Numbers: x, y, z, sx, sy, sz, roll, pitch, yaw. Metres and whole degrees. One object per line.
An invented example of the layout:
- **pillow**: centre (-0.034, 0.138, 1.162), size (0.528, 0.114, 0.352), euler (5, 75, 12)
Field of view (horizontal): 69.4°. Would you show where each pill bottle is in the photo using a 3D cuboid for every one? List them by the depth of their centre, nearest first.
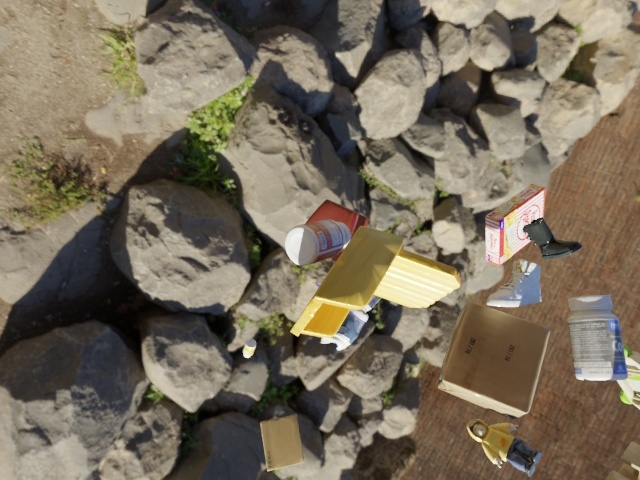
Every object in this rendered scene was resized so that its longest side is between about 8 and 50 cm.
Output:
- **pill bottle**: centre (0.468, 0.165, 0.788), size (0.078, 0.078, 0.137), euler (27, 58, -62)
- **pill bottle**: centre (0.000, 0.000, 1.421), size (0.216, 0.121, 0.121), euler (-15, 125, -54)
- **pill bottle**: centre (-0.285, 0.433, 1.845), size (0.043, 0.043, 0.083), euler (-34, 156, -44)

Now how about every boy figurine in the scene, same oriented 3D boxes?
- **boy figurine**: centre (0.716, 0.793, 1.828), size (0.177, 0.285, 0.092), euler (-52, 135, -14)

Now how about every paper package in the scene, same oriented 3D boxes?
- **paper package**: centre (0.615, 0.423, 1.657), size (0.168, 0.309, 0.325), euler (71, 40, -62)

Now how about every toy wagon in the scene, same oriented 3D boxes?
- **toy wagon**: centre (1.138, 0.487, 1.653), size (0.068, 0.345, 0.267), euler (-30, 174, -8)

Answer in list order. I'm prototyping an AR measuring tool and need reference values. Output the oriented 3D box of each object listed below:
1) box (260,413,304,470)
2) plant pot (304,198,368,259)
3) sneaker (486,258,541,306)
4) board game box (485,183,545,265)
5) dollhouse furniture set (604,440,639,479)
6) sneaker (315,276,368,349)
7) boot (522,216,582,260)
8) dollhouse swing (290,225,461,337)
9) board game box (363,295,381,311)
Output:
- **box**: centre (-0.166, 0.878, 2.013), size (0.021, 0.164, 0.202), euler (102, -23, -70)
- **plant pot**: centre (0.087, -0.052, 2.268), size (0.267, 0.267, 0.236), euler (12, 105, -64)
- **sneaker**: centre (0.712, 0.152, 1.703), size (0.292, 0.108, 0.169), euler (-3, 94, -38)
- **board game box**: centre (0.517, -0.043, 1.229), size (0.193, 0.045, 0.147), euler (-32, 128, -22)
- **dollhouse furniture set**: centre (0.570, 0.442, 0.741), size (0.242, 0.161, 0.212), euler (-27, 122, -31)
- **sneaker**: centre (0.039, 0.340, 2.082), size (0.236, 0.322, 0.130), euler (-53, 149, 2)
- **boot**: centre (0.536, -0.009, 1.080), size (0.045, 0.099, 0.121), euler (-30, 176, -17)
- **dollhouse swing**: centre (0.143, 0.173, 1.228), size (0.315, 0.304, 0.347), euler (-55, 178, -27)
- **board game box**: centre (0.229, 0.307, 2.211), size (0.103, 0.026, 0.154), euler (-40, 176, -34)
